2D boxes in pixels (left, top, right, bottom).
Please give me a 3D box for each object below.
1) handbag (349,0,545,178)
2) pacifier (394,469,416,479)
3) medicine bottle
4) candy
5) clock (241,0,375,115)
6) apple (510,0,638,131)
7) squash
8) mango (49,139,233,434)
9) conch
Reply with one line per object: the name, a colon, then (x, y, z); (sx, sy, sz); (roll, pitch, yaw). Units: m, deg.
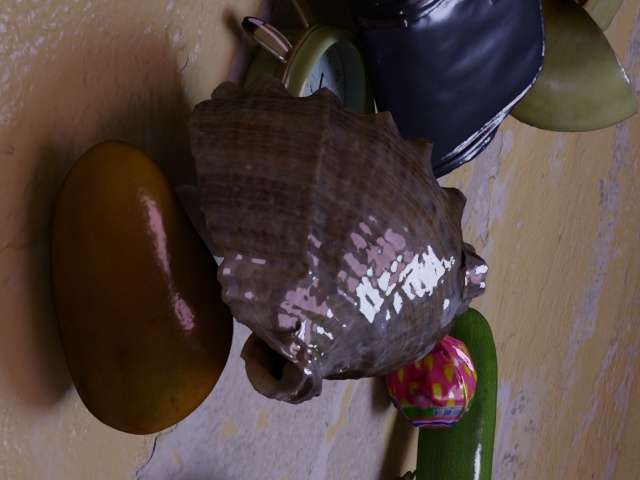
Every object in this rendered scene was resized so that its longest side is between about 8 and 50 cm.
handbag: (0.135, -0.233, 1.343); (0.302, 0.178, 0.275); (71, 14, -52)
pacifier: (0.124, 0.354, 1.816); (0.083, 0.064, 0.068); (-56, 175, -38)
medicine bottle: (-0.104, -0.015, 1.176); (0.089, 0.052, 0.052); (30, 75, -64)
candy: (0.141, 0.060, 1.696); (0.124, 0.124, 0.365); (-13, 103, -62)
clock: (-0.017, -0.139, 1.278); (0.170, 0.069, 0.232); (-55, 146, -37)
apple: (0.278, -0.280, 1.633); (0.258, 0.233, 0.295); (15, 78, -79)
squash: (0.184, 0.272, 1.792); (0.107, 0.107, 0.395); (43, 51, -62)
mango: (-0.139, 0.039, 1.030); (0.113, 0.138, 0.253); (-64, 154, -60)
conch: (0.015, -0.009, 1.096); (0.297, 0.210, 0.352); (59, 5, -14)
